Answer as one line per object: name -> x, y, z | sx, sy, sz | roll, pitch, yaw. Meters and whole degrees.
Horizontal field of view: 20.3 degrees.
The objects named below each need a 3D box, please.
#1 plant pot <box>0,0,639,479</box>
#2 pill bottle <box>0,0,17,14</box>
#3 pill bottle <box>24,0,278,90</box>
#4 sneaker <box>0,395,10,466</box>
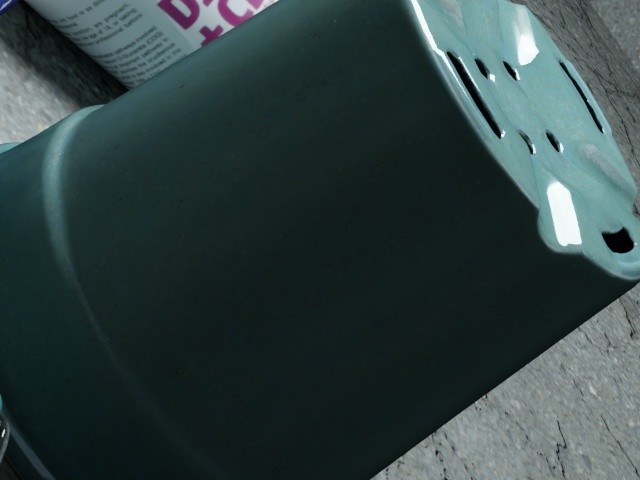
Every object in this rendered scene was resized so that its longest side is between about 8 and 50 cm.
plant pot -> 0.000, 0.000, 1.111 | 0.341, 0.334, 0.341 | 44, 26, -28
pill bottle -> -0.259, -0.177, 1.068 | 0.153, 0.153, 0.264 | 51, 25, -13
pill bottle -> -0.129, -0.204, 1.342 | 0.283, 0.160, 0.160 | 40, 28, -32
sneaker -> -0.203, 0.126, 0.820 | 0.108, 0.121, 0.302 | 26, 37, -48
